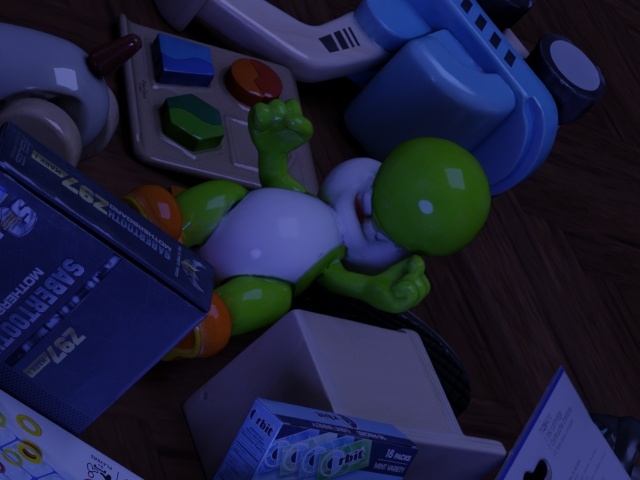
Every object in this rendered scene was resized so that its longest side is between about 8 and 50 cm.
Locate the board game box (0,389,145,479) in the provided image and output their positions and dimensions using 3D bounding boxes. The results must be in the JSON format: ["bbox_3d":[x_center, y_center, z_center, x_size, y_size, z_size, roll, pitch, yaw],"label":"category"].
[{"bbox_3d":[-0.232,0.235,1.040,0.308,0.086,0.302,36,31,-23],"label":"board game box"}]

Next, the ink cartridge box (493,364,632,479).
[{"bbox_3d":[0.231,0.321,1.475,0.307,0.072,0.303,54,38,-10],"label":"ink cartridge box"}]

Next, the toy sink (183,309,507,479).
[{"bbox_3d":[0.024,0.162,1.419,0.234,0.153,0.131,15,43,-45],"label":"toy sink"}]

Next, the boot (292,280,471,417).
[{"bbox_3d":[0.072,0.064,1.682,0.246,0.083,0.161,44,25,-8],"label":"boot"}]

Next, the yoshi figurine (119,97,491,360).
[{"bbox_3d":[0.009,-0.017,1.460,0.362,0.203,0.203,-17,32,-33],"label":"yoshi figurine"}]

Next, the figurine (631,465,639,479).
[{"bbox_3d":[0.443,0.346,1.868,0.215,0.092,0.209,22,31,-39],"label":"figurine"}]

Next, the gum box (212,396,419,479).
[{"bbox_3d":[-0.027,0.219,1.250,0.157,0.184,0.041,17,16,-44],"label":"gum box"}]

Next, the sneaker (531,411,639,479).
[{"bbox_3d":[0.268,0.274,1.714,0.106,0.101,0.267,21,35,7],"label":"sneaker"}]

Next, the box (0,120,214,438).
[{"bbox_3d":[-0.216,0.053,1.131,0.183,0.233,0.059,37,28,-23],"label":"box"}]

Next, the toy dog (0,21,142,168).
[{"bbox_3d":[-0.287,-0.186,1.382,0.334,0.161,0.220,33,22,-30],"label":"toy dog"}]

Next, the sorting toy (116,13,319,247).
[{"bbox_3d":[-0.094,-0.104,1.656,0.229,0.041,0.307,17,41,-28],"label":"sorting toy"}]

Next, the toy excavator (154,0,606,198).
[{"bbox_3d":[0.068,-0.219,1.913,0.433,0.222,0.445,52,37,8],"label":"toy excavator"}]
